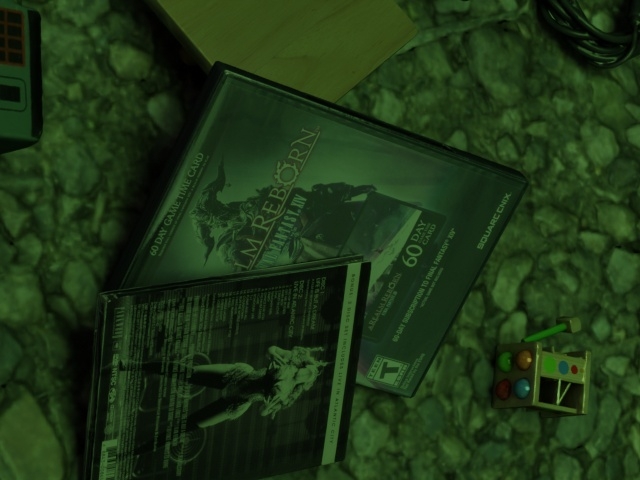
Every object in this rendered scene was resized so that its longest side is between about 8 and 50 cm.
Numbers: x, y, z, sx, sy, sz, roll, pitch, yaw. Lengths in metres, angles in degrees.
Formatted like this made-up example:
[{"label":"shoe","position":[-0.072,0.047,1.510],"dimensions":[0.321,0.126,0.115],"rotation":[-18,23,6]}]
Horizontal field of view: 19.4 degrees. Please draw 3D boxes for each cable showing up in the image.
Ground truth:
[{"label":"cable","position":[0.249,-0.235,1.623],"dimensions":[0.150,0.047,0.184],"rotation":[9,76,-39]}]

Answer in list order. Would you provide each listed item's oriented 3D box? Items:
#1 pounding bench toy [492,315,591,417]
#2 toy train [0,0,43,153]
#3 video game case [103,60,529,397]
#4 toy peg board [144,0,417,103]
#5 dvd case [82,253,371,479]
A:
[{"label":"pounding bench toy","position":[0.177,0.097,1.513],"dimensions":[0.065,0.052,0.083],"rotation":[13,76,-32]},{"label":"toy train","position":[-0.275,-0.197,1.201],"dimensions":[0.190,0.142,0.334],"rotation":[5,78,-46]},{"label":"video game case","position":[0.000,0.000,1.360],"dimensions":[0.274,0.026,0.196],"rotation":[17,108,-33]},{"label":"toy peg board","position":[-0.044,-0.160,1.396],"dimensions":[0.160,0.079,0.161],"rotation":[49,59,-1]},{"label":"dvd case","position":[-0.065,0.099,1.324],"dimensions":[0.221,0.018,0.164],"rotation":[-8,115,-35]}]
